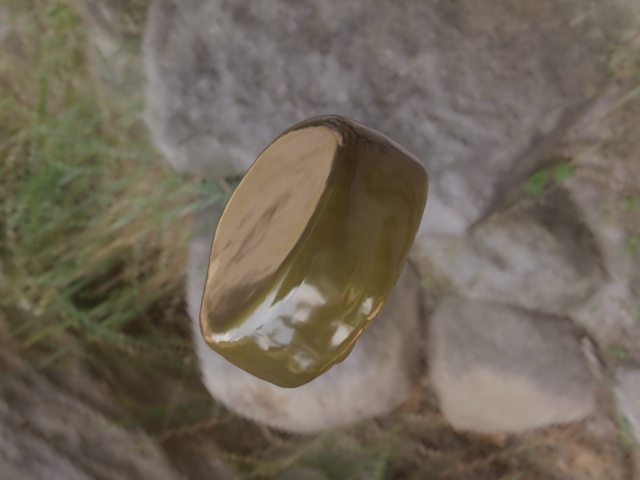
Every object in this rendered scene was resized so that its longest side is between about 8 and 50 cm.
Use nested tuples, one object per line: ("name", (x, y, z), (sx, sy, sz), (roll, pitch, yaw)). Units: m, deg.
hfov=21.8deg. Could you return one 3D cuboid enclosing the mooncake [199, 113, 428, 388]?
("mooncake", (0.000, 0.000, 1.397), (0.117, 0.235, 0.235), (33, 172, -22))
